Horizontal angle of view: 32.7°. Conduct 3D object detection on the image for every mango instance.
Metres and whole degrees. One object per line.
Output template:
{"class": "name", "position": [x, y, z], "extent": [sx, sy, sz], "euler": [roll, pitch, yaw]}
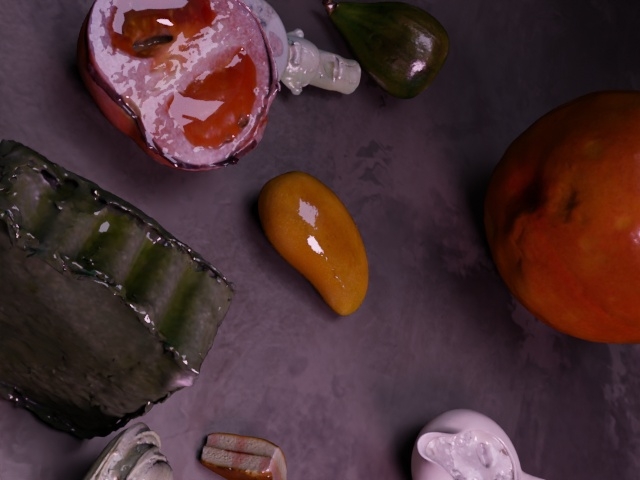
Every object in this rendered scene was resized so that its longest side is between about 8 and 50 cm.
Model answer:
{"class": "mango", "position": [0.000, 0.000, 1.255], "extent": [0.184, 0.085, 0.102], "euler": [53, 49, -13]}

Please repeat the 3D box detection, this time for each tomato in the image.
{"class": "tomato", "position": [-0.160, -0.184, 1.186], "extent": [0.199, 0.112, 0.228], "euler": [-41, 107, -25]}

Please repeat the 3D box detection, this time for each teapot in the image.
{"class": "teapot", "position": [0.174, 0.270, 1.261], "extent": [0.226, 0.092, 0.145], "euler": [19, 63, -31]}

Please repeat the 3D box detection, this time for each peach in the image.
{"class": "peach", "position": [0.368, -0.029, 1.379], "extent": [0.302, 0.343, 0.342], "euler": [2, 70, -36]}

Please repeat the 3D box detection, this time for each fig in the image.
{"class": "fig", "position": [0.082, -0.268, 1.433], "extent": [0.177, 0.117, 0.117], "euler": [33, 51, 6]}

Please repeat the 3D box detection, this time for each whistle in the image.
{"class": "whistle", "position": [-0.059, -0.226, 1.324], "extent": [0.258, 0.067, 0.126], "euler": [9, 79, -39]}

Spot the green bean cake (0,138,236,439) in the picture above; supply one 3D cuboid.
{"class": "green bean cake", "position": [-0.226, 0.049, 0.953], "extent": [0.241, 0.255, 0.132], "euler": [36, 50, -14]}

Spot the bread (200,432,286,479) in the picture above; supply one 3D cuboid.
{"class": "bread", "position": [-0.065, 0.230, 1.120], "extent": [0.109, 0.062, 0.043], "euler": [34, 53, -25]}

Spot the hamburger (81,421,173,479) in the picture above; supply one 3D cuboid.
{"class": "hamburger", "position": [-0.183, 0.237, 0.984], "extent": [0.062, 0.133, 0.140], "euler": [29, 57, 10]}
